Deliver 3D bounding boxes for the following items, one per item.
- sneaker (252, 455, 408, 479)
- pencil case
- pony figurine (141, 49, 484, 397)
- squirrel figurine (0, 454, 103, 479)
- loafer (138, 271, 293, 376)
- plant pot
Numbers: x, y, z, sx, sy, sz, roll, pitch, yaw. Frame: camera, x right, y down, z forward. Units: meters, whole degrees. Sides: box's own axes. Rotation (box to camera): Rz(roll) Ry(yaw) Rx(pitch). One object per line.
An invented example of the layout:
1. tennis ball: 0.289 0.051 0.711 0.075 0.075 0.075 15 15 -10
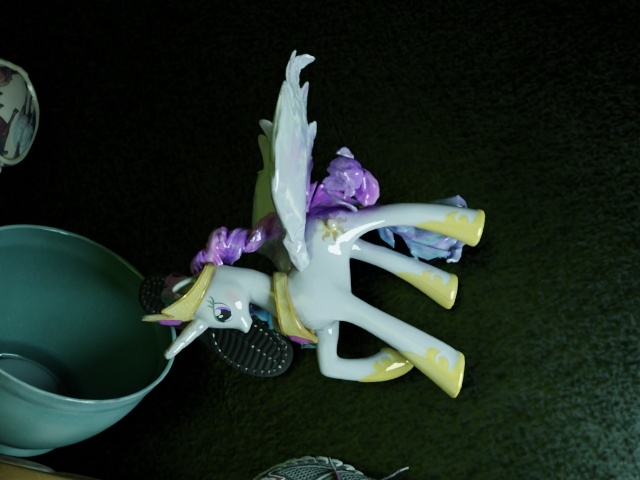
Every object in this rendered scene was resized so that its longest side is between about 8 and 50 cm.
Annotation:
1. sneaker: 0.040 0.322 0.989 0.299 0.112 0.121 -1 79 16
2. pencil case: -0.643 -0.167 1.254 0.410 0.160 0.184 -6 45 13
3. pony figurine: 0.000 0.000 0.997 0.363 0.303 0.351 13 73 -4
4. squirrel figurine: -0.435 0.432 0.948 0.280 0.397 0.371 12 75 12
5. loafer: -0.129 0.099 1.102 0.220 0.078 0.080 31 105 3
6. plant pot: -0.361 0.150 1.070 0.293 0.293 0.196 47 119 19
